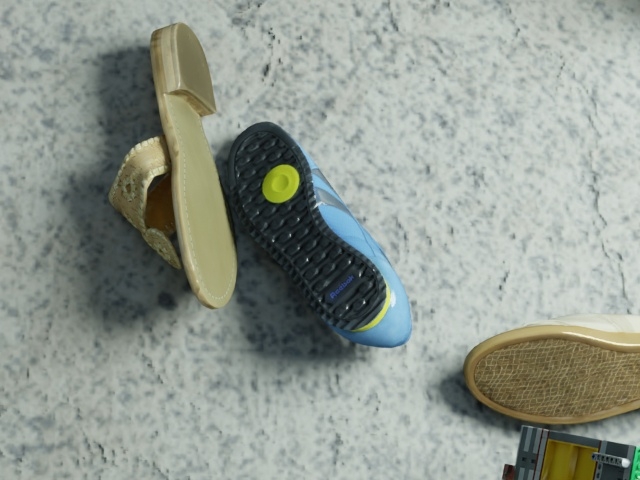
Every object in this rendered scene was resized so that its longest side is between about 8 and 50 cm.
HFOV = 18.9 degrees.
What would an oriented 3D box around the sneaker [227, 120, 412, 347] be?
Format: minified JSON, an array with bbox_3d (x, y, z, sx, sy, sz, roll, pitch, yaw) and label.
[{"bbox_3d":[0.000,0.000,1.441,0.069,0.082,0.209,-40,60,8],"label":"sneaker"}]

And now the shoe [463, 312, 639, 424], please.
[{"bbox_3d":[0.214,0.093,1.439,0.219,0.058,0.076,-2,102,-4],"label":"shoe"}]

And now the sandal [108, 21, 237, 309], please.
[{"bbox_3d":[-0.121,-0.047,1.441,0.079,0.088,0.240,-17,63,19],"label":"sandal"}]

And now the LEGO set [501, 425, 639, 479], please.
[{"bbox_3d":[0.256,0.251,1.343,0.331,0.192,0.254,4,88,-21],"label":"LEGO set"}]
